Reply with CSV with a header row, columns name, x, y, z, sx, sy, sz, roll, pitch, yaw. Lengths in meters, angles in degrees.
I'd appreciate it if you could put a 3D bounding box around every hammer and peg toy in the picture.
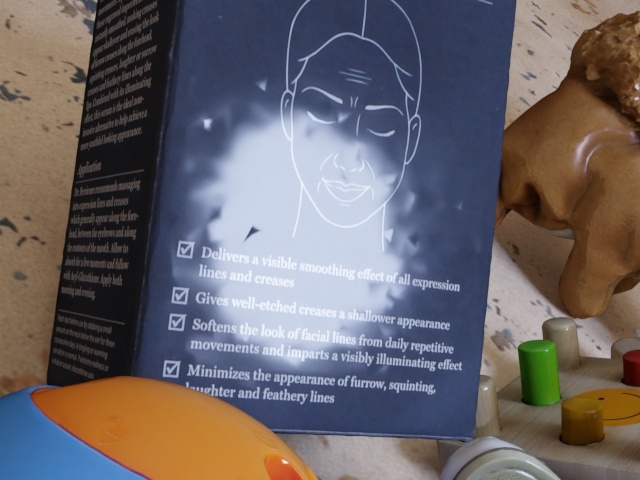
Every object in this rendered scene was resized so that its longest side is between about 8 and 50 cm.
name,x,y,z,sx,sy,sz,roll,pitch,yaw
hammer and peg toy,0.314,0.150,0.973,0.266,0.127,0.361,1,14,39

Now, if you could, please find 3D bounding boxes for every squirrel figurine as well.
name,x,y,z,sx,sy,sz,roll,pitch,yaw
squirrel figurine,0.424,-0.062,1.198,0.281,0.397,0.370,-3,38,-46

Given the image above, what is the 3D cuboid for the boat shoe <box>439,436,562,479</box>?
name,x,y,z,sx,sy,sz,roll,pitch,yaw
boat shoe,0.170,0.252,0.783,0.302,0.113,0.103,58,5,-28

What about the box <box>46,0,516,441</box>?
name,x,y,z,sx,sy,sz,roll,pitch,yaw
box,-0.031,-0.051,0.816,0.294,0.395,0.212,9,-4,-30

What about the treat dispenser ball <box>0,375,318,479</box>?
name,x,y,z,sx,sy,sz,roll,pitch,yaw
treat dispenser ball,-0.115,0.214,0.524,0.288,0.288,0.288,21,35,-15
